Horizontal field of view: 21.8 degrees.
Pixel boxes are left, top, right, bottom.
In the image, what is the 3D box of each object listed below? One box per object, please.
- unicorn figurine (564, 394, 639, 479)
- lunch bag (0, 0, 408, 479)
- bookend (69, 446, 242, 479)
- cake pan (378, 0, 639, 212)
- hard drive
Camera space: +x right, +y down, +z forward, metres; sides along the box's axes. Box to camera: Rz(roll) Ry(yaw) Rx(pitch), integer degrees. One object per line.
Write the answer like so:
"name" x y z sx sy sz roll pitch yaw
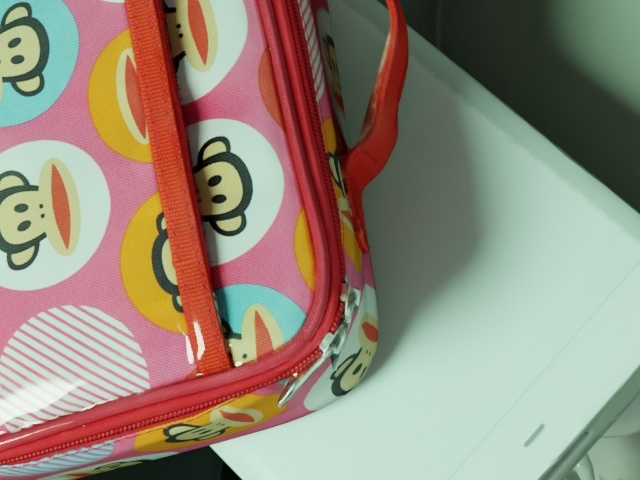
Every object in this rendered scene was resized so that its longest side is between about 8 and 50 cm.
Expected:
"unicorn figurine" 0.143 0.089 0.847 0.162 0.060 0.111 -8 98 -14
"lunch bag" -0.085 -0.051 0.728 0.258 0.120 0.293 -16 73 12
"bookend" -0.047 0.120 0.799 0.157 0.156 0.072 7 141 0
"cake pan" 0.143 -0.083 0.748 0.293 0.054 0.293 11 109 36
"hard drive" 0.000 0.000 0.764 0.307 0.040 0.203 42 93 24
